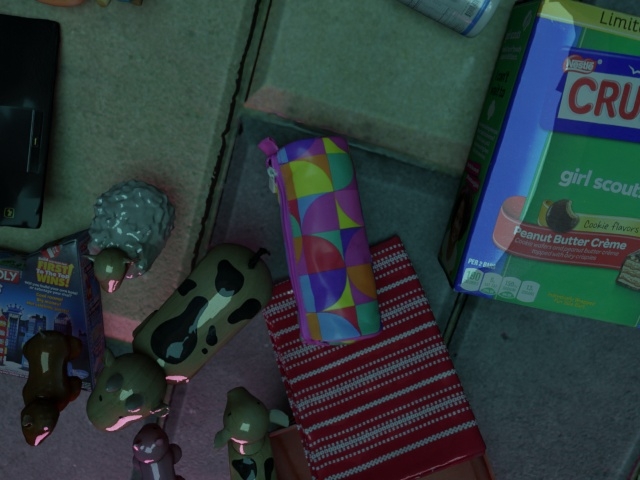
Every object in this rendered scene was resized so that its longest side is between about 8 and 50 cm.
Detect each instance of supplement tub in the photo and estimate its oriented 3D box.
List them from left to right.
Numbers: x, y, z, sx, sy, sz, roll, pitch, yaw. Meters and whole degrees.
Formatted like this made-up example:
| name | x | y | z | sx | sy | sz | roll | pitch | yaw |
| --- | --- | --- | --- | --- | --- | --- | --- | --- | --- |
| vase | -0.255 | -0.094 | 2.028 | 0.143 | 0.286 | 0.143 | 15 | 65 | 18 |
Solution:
| name | x | y | z | sx | sy | sz | roll | pitch | yaw |
| --- | --- | --- | --- | --- | --- | --- | --- | --- | --- |
| supplement tub | 0.132 | -0.268 | 0.649 | 0.107 | 0.071 | 0.071 | 25 | 105 | -8 |

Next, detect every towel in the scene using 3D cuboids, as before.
| name | x | y | z | sx | sy | sz | roll | pitch | yaw |
| --- | --- | --- | --- | --- | --- | --- | --- | --- | --- |
| towel | 0.051 | 0.149 | 0.720 | 0.199 | 0.031 | 0.274 | -21 | 71 | 5 |

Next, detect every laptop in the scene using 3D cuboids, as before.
| name | x | y | z | sx | sy | sz | roll | pitch | yaw |
| --- | --- | --- | --- | --- | --- | --- | --- | --- | --- |
| laptop | -0.421 | -0.138 | 0.605 | 0.265 | 0.136 | 0.234 | 6 | 91 | -8 |

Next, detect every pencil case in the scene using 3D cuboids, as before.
| name | x | y | z | sx | sy | sz | roll | pitch | yaw |
| --- | --- | --- | --- | --- | --- | --- | --- | --- | --- |
| pencil case | 0.000 | 0.000 | 0.683 | 0.105 | 0.104 | 0.236 | -13 | 86 | 3 |

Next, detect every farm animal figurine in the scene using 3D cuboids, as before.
| name | x | y | z | sx | sy | sz | roll | pitch | yaw |
| --- | --- | --- | --- | --- | --- | --- | --- | --- | --- |
| farm animal figurine | -0.144 | 0.138 | 0.642 | 0.331 | 0.172 | 0.326 | 27 | 81 | -7 |

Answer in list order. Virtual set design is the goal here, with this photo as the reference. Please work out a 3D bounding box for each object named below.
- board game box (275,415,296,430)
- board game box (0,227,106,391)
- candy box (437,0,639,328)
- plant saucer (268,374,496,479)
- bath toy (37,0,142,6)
| name | x | y | z | sx | sy | sz | roll | pitch | yaw |
| --- | --- | --- | --- | --- | --- | --- | --- | --- | --- |
| board game box | 0.019 | 0.284 | 0.829 | 0.170 | 0.048 | 0.141 | -42 | 102 | 11 |
| board game box | -0.349 | 0.069 | 0.749 | 0.194 | 0.060 | 0.194 | 14 | 105 | -5 |
| candy box | 0.306 | -0.079 | 0.685 | 0.269 | 0.122 | 0.316 | 11 | 105 | -4 |
| plant saucer | 0.083 | 0.301 | 0.787 | 0.259 | 0.047 | 0.258 | -21 | 107 | 5 |
| bath toy | -0.349 | -0.310 | 0.600 | 0.349 | 0.151 | 0.128 | 9 | 68 | -1 |
